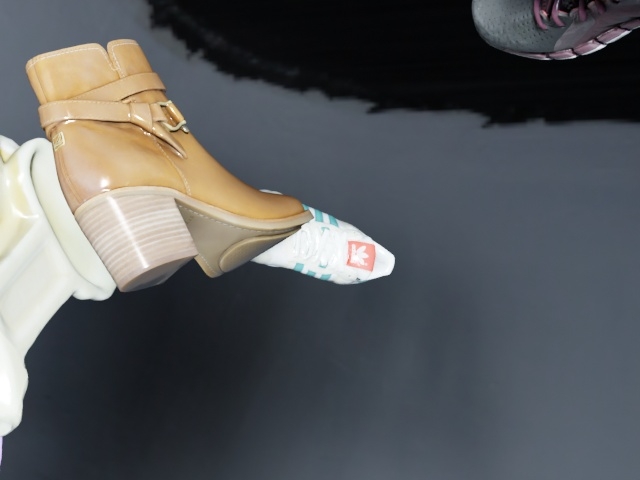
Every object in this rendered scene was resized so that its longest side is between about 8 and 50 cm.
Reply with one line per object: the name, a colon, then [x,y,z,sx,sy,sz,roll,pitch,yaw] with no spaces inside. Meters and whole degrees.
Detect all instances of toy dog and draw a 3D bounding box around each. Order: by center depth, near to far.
toy dog: [-0.452,0.016,1.140,0.395,0.408,0.284,61,28,-32]

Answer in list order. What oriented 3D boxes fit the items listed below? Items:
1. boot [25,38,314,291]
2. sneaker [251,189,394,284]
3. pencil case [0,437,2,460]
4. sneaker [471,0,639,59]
boot: [-0.090,-0.055,0.838,0.197,0.073,0.152,-9,69,-60]
sneaker: [0.000,0.000,0.999,0.161,0.075,0.057,23,78,-59]
pencil case: [-0.467,0.240,1.509,0.206,0.088,0.086,8,81,-25]
sneaker: [0.190,-0.198,0.913,0.162,0.281,0.106,-1,84,-48]
